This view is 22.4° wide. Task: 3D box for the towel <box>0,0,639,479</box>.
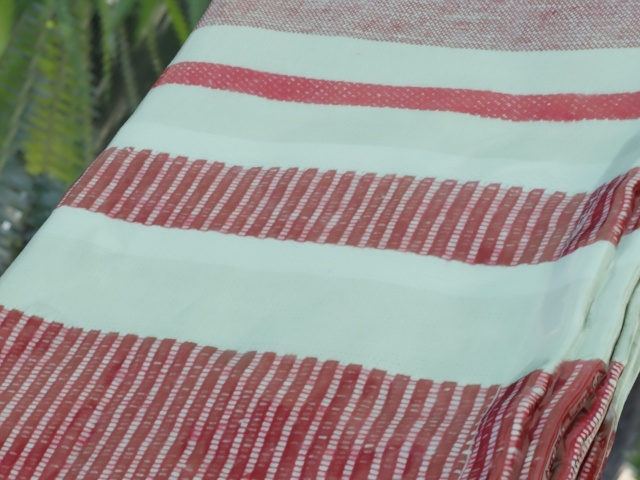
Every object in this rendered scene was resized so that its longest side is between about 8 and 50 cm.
[{"bbox_3d":[0.000,0.000,0.520,0.237,0.329,0.037,5,137,33],"label":"towel"}]
